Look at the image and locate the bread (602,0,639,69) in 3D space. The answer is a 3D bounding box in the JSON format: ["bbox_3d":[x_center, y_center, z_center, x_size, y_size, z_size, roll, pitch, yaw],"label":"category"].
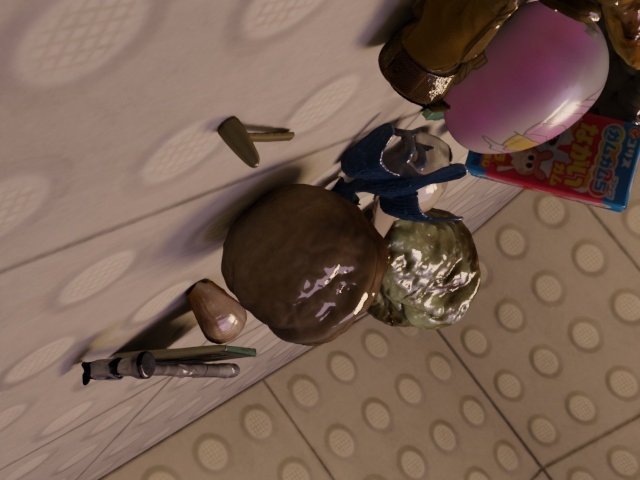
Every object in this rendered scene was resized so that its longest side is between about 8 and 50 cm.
[{"bbox_3d":[0.572,-0.393,1.525,0.244,0.244,0.134,-46,-160,43],"label":"bread"}]

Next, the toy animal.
[{"bbox_3d":[0.119,-0.094,1.521,0.255,0.239,0.176,14,-109,49],"label":"toy animal"}]

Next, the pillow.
[{"bbox_3d":[0.569,-0.327,1.751,0.101,0.228,0.326,-20,164,-34],"label":"pillow"}]

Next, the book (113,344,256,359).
[{"bbox_3d":[-0.248,0.216,1.770,0.215,0.025,0.282,-6,170,8],"label":"book"}]

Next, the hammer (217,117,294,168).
[{"bbox_3d":[-0.059,-0.116,1.113,0.028,0.060,0.195,-41,173,19],"label":"hammer"}]

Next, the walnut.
[{"bbox_3d":[-0.020,0.031,1.400,0.248,0.248,0.248,-35,170,-7],"label":"walnut"}]

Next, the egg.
[{"bbox_3d":[0.295,-0.229,1.375,0.196,0.196,0.271,-24,157,-52],"label":"egg"}]

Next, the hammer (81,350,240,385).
[{"bbox_3d":[-0.254,0.231,1.664,0.152,0.044,0.427,-10,168,25],"label":"hammer"}]

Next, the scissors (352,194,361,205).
[{"bbox_3d":[0.000,0.000,1.876,0.180,0.032,0.393,-31,170,-26],"label":"scissors"}]

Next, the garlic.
[{"bbox_3d":[-0.181,0.132,1.672,0.087,0.101,0.195,-37,170,-7],"label":"garlic"}]

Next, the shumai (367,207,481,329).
[{"bbox_3d":[0.176,0.054,2.054,0.309,0.304,0.263,-41,158,14],"label":"shumai"}]

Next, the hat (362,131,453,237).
[{"bbox_3d":[0.156,-0.066,1.710,0.219,0.164,0.226,123,-22,-64],"label":"hat"}]

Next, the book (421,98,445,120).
[{"bbox_3d":[0.228,-0.242,1.594,0.103,0.017,0.135,-44,168,25],"label":"book"}]

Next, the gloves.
[{"bbox_3d":[0.186,-0.263,1.022,0.154,0.141,0.331,1,160,-31],"label":"gloves"}]

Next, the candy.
[{"bbox_3d":[0.437,-0.165,1.751,0.100,0.306,0.157,8,98,-74],"label":"candy"}]
